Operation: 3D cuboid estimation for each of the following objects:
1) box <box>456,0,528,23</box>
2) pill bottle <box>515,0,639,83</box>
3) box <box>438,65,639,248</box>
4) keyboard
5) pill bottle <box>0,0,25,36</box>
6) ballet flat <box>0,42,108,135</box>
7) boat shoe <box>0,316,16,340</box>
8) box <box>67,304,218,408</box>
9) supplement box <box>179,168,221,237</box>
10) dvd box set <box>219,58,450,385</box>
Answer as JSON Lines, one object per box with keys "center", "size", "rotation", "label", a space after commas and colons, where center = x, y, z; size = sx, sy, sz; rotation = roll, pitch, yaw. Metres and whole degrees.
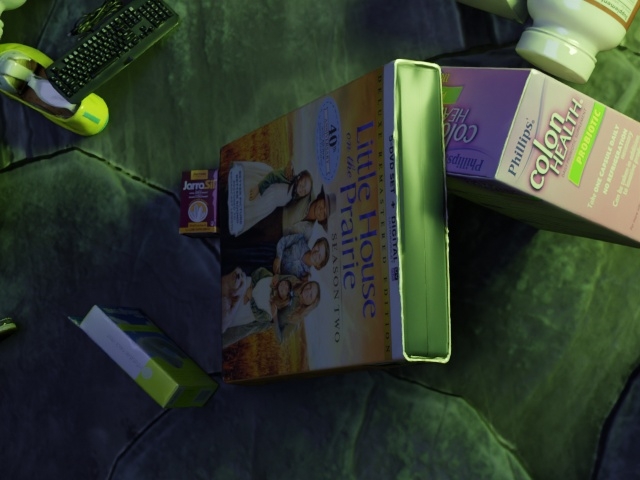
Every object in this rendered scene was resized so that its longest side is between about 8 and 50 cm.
{"center": [0.205, -0.324, 1.543], "size": [0.101, 0.102, 0.087], "rotation": [24, 92, 21], "label": "box"}
{"center": [0.313, -0.296, 1.489], "size": [0.121, 0.121, 0.216], "rotation": [28, 92, 22], "label": "pill bottle"}
{"center": [0.230, -0.089, 1.381], "size": [0.213, 0.243, 0.117], "rotation": [15, 86, 61], "label": "box"}
{"center": [-0.287, -0.270, 1.713], "size": [0.192, 0.038, 0.100], "rotation": [-42, 69, -17], "label": "keyboard"}
{"center": [-0.466, -0.421, 1.764], "size": [0.176, 0.176, 0.318], "rotation": [12, 84, 21], "label": "pill bottle"}
{"center": [-0.387, -0.214, 1.757], "size": [0.231, 0.077, 0.077], "rotation": [31, 94, 22], "label": "ballet flat"}
{"center": [-0.481, 0.127, 1.749], "size": [0.152, 0.056, 0.049], "rotation": [-21, 80, 16], "label": "boat shoe"}
{"center": [-0.221, 0.139, 1.622], "size": [0.178, 0.109, 0.042], "rotation": [40, 100, 21], "label": "box"}
{"center": [-0.147, -0.046, 1.660], "size": [0.055, 0.043, 0.083], "rotation": [-3, 80, 21], "label": "supplement box"}
{"center": [0.000, 0.000, 1.452], "size": [0.420, 0.062, 0.308], "rotation": [-16, 73, 60], "label": "dvd box set"}
